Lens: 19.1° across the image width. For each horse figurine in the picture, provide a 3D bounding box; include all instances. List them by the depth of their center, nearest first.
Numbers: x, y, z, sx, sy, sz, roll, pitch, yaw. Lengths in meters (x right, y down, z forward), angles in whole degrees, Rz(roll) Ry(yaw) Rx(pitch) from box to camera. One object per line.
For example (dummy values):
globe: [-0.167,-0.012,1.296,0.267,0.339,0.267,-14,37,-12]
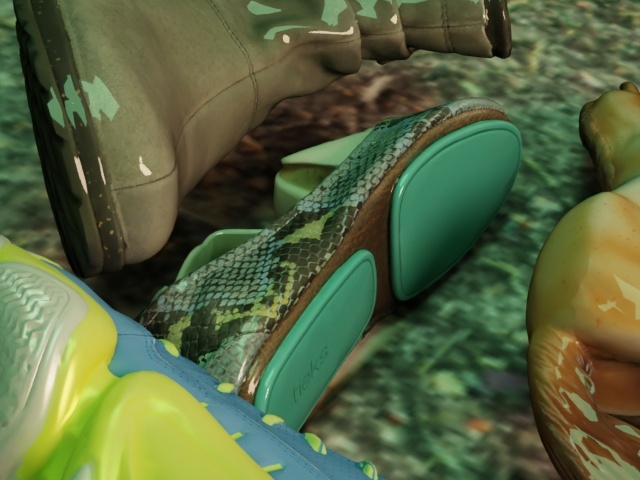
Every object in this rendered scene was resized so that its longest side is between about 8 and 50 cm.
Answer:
horse figurine: [0.133,0.020,0.608,0.174,0.066,0.263,27,37,15]

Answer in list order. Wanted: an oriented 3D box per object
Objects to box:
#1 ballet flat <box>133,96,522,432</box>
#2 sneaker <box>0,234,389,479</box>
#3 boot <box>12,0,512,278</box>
ballet flat: [0.000,0.000,0.612,0.070,0.070,0.188,23,37,20]
sneaker: [-0.029,0.081,0.497,0.126,0.091,0.240,12,24,-37]
boot: [-0.012,-0.068,0.625,0.161,0.083,0.246,-9,21,-1]
